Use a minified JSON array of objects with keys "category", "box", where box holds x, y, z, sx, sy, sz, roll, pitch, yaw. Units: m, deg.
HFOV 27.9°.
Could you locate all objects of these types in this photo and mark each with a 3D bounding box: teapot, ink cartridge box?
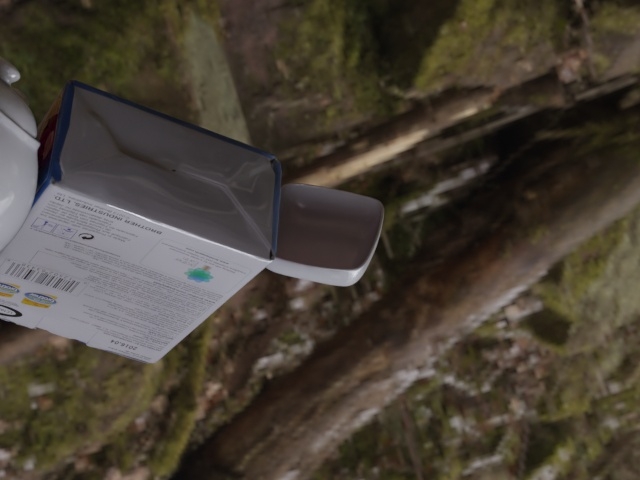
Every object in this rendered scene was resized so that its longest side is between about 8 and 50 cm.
[{"category":"teapot","box":[-0.373,-0.108,1.296,0.187,0.256,0.252,-50,135,-4]},{"category":"ink cartridge box","box":[-0.257,0.007,1.539,0.270,0.151,0.395,20,144,-23]}]

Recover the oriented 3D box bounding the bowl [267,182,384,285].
[{"category":"bowl","box":[0.000,0.000,1.556,0.142,0.142,0.053,11,133,11]}]
